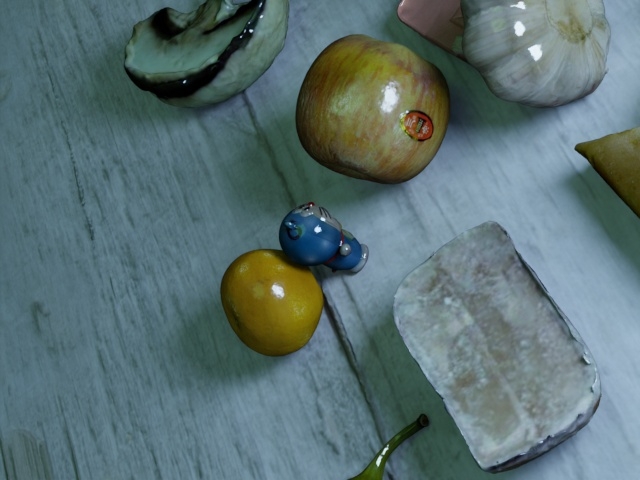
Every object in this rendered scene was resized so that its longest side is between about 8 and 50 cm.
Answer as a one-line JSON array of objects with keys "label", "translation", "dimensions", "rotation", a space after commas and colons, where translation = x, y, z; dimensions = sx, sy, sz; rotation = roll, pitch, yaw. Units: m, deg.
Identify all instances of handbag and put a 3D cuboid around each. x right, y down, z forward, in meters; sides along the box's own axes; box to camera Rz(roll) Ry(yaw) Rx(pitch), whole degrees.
[{"label": "handbag", "translation": [0.218, -0.367, 1.638], "dimensions": [0.212, 0.059, 0.157], "rotation": [-56, 46, 9]}]

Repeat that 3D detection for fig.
[{"label": "fig", "translation": [0.065, 0.318, 1.481], "dimensions": [0.124, 0.124, 0.236], "rotation": [10, 66, 44]}]

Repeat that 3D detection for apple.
[{"label": "apple", "translation": [0.071, -0.177, 1.590], "dimensions": [0.211, 0.211, 0.187], "rotation": [20, 91, 44]}]

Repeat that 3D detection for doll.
[{"label": "doll", "translation": [0.000, 0.000, 1.624], "dimensions": [0.114, 0.152, 0.085], "rotation": [16, 82, 46]}]

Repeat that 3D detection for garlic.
[{"label": "garlic", "translation": [0.248, -0.259, 1.493], "dimensions": [0.212, 0.219, 0.218], "rotation": [-14, 63, 56]}]

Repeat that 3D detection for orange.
[{"label": "orange", "translation": [-0.066, 0.085, 1.662], "dimensions": [0.136, 0.159, 0.159], "rotation": [-29, 43, -20]}]

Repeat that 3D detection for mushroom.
[{"label": "mushroom", "translation": [-0.178, -0.330, 1.943], "dimensions": [0.344, 0.130, 0.247], "rotation": [-14, 49, 36]}]

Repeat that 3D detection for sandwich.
[{"label": "sandwich", "translation": [0.397, -0.064, 1.336], "dimensions": [0.088, 0.090, 0.244], "rotation": [-52, 44, 19]}]

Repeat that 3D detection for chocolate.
[{"label": "chocolate", "translation": [0.217, 0.131, 1.415], "dimensions": [0.185, 0.100, 0.303], "rotation": [-37, 54, 12]}]
